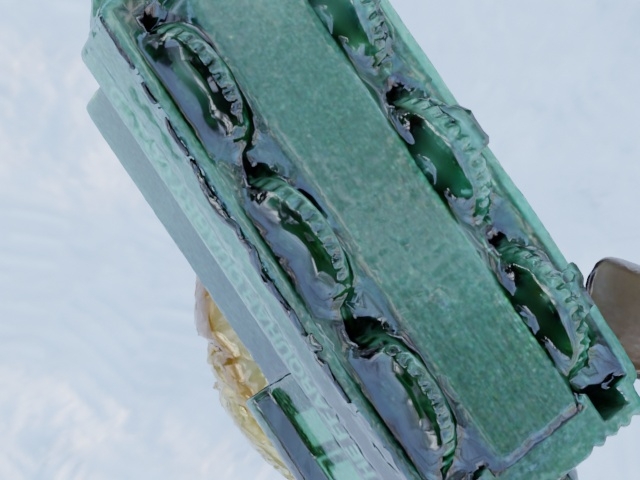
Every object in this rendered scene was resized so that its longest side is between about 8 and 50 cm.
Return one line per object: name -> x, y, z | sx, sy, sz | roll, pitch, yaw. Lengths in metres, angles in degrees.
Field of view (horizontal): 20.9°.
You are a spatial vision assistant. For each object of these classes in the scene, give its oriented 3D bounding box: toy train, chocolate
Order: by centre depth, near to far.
chocolate -> 0.176, 0.039, 0.819 | 0.101, 0.031, 0.064 | 14, 130, 27
toy train -> 0.000, 0.000, 0.830 | 0.138, 0.178, 0.330 | -33, 88, -27

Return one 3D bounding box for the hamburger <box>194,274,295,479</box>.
hamburger -> 0.037, 0.055, 1.191 | 0.174, 0.284, 0.304 | -17, 50, 17
